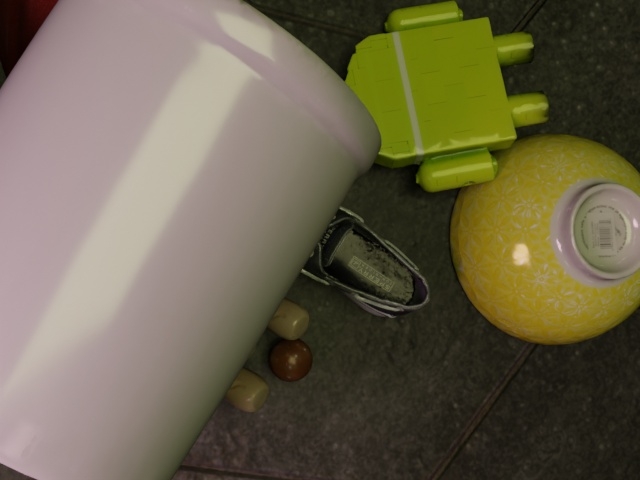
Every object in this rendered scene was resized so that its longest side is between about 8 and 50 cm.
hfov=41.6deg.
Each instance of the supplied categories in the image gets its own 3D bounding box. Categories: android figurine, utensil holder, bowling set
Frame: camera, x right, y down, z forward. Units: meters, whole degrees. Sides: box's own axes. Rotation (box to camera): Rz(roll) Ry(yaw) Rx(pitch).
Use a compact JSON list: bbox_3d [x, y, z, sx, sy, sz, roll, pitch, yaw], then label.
[{"bbox_3d":[0.143,-0.184,1.068,0.272,0.056,0.248,-12,79,-1],"label":"android figurine"},{"bbox_3d":[-0.175,-0.006,0.768,0.327,0.327,0.386,31,82,-10],"label":"utensil holder"},{"bbox_3d":[-0.112,0.113,0.982,0.154,0.200,0.287,25,75,31],"label":"bowling set"}]

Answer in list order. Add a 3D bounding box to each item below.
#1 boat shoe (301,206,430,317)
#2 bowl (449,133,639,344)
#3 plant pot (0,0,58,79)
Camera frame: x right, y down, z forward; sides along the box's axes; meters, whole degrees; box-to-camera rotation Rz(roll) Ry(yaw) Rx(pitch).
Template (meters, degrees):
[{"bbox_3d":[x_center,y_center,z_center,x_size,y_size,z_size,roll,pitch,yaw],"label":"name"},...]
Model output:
[{"bbox_3d":[0.000,0.000,1.016,0.301,0.102,0.108,35,79,-10],"label":"boat shoe"},{"bbox_3d":[0.327,-0.006,1.072,0.289,0.156,0.290,1,87,-14],"label":"bowl"},{"bbox_3d":[-0.254,-0.339,0.908,0.267,0.236,0.267,-20,92,-14],"label":"plant pot"}]
